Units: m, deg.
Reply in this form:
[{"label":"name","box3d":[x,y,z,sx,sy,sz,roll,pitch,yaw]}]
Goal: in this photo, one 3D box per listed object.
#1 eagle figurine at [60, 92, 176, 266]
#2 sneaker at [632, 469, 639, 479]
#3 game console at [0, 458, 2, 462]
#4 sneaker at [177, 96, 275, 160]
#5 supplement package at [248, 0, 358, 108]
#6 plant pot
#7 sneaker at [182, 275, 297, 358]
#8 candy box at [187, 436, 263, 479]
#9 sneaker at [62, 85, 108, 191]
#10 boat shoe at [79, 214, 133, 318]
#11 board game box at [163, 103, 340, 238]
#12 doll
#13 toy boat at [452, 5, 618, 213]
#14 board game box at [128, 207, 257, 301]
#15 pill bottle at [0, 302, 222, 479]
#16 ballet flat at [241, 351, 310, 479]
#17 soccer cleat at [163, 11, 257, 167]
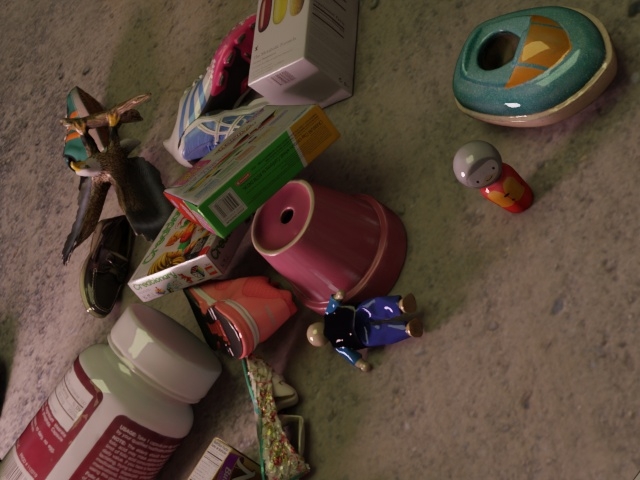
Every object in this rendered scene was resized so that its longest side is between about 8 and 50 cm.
[{"label":"eagle figurine","box3d":[-0.408,-0.107,2.206,0.226,0.225,0.298,-24,77,54]},{"label":"sneaker","box3d":[0.419,0.291,1.233,0.163,0.086,0.226,20,80,52]},{"label":"game console","box3d":[-0.575,0.436,2.014,0.173,0.293,0.250,-6,42,14]},{"label":"sneaker","box3d":[-0.159,-0.192,2.083,0.211,0.080,0.081,-23,57,2]},{"label":"supplement package","box3d":[-0.028,-0.367,2.057,0.139,0.134,0.244,-20,53,36]},{"label":"plant pot","box3d":[0.000,0.000,1.765,0.201,0.180,0.201,-25,50,34]},{"label":"sneaker","box3d":[-0.127,0.112,1.883,0.136,0.116,0.314,-27,16,-17]},{"label":"candy box","box3d":[-0.162,0.402,1.713,0.053,0.109,0.187,21,73,49]},{"label":"sneaker","box3d":[-0.510,-0.217,2.469,0.121,0.108,0.302,-41,44,13]},{"label":"boat shoe","box3d":[-0.409,0.042,2.227,0.073,0.080,0.224,-29,43,37]},{"label":"board game box","box3d":[-0.119,-0.121,1.843,0.242,0.064,0.316,-41,16,-8]},{"label":"doll","box3d":[0.058,0.132,1.704,0.189,0.046,0.129,-12,95,34]},{"label":"toy boat","box3d":[0.279,-0.202,1.634,0.267,0.148,0.318,0,66,45]},{"label":"board game box","box3d":[-0.194,-0.033,1.996,0.193,0.053,0.305,-20,30,36]},{"label":"pill bottle","box3d":[-0.351,0.311,1.888,0.392,0.224,0.224,-53,40,6]},{"label":"ballet flat","box3d":[-0.065,0.270,1.753,0.077,0.091,0.241,-15,54,2]},{"label":"soccer cleat","box3d":[-0.202,-0.297,2.202,0.143,0.116,0.331,23,84,49]}]
